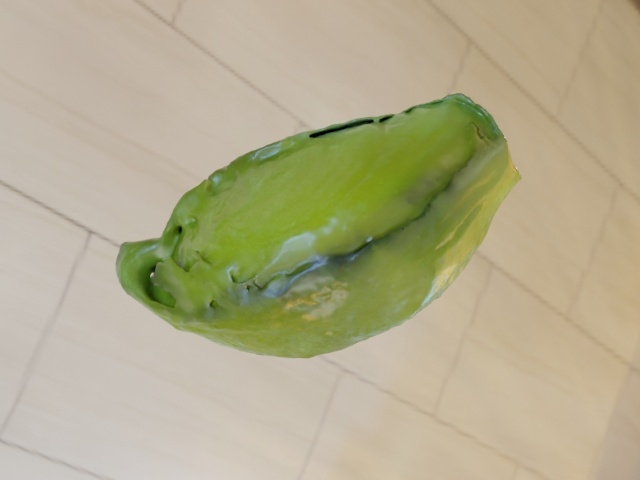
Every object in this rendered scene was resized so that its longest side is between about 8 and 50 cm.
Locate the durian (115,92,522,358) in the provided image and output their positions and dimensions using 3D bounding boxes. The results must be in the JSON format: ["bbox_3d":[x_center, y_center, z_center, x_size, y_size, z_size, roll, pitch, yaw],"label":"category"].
[{"bbox_3d":[0.000,0.000,0.824,0.250,0.139,0.101,-27,130,4],"label":"durian"}]
